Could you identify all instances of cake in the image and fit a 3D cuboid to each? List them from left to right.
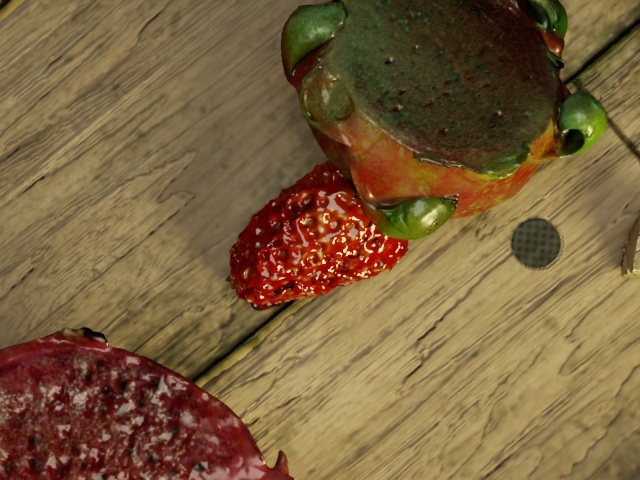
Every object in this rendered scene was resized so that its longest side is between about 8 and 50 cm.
[{"bbox_3d":[0.341,0.024,1.429,0.121,0.052,0.065,25,83,3],"label":"cake"}]

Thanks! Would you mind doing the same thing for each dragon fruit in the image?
[{"bbox_3d":[-0.203,0.280,1.344,0.386,0.249,0.371,-11,70,-2],"label":"dragon fruit"},{"bbox_3d":[0.108,-0.137,1.387,0.295,0.130,0.268,28,61,8],"label":"dragon fruit"}]

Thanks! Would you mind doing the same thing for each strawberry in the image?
[{"bbox_3d":[0.000,0.000,1.430,0.188,0.082,0.121,-35,89,-3],"label":"strawberry"}]
